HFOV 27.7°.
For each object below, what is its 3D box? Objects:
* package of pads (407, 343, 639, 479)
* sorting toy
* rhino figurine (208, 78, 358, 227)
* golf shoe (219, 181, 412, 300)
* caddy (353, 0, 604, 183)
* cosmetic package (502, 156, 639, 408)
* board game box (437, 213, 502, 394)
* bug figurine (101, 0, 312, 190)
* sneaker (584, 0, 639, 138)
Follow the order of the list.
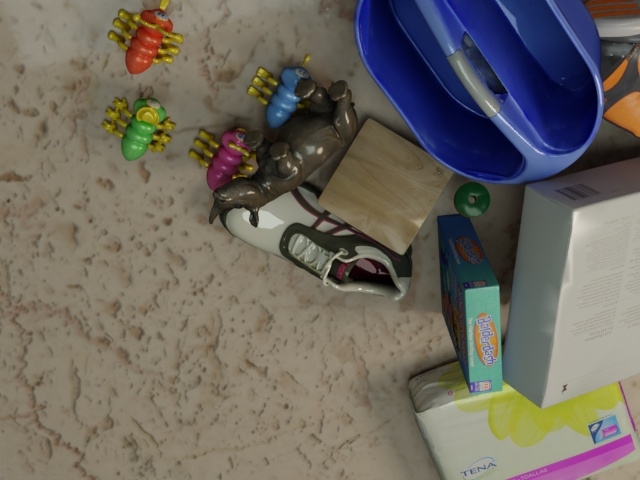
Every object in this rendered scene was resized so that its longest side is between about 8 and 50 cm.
[{"bbox_3d":[0.296,0.257,1.891,0.296,0.101,0.229,-21,117,5],"label":"package of pads"},{"bbox_3d":[0.077,-0.074,1.703,0.274,0.046,0.132,31,89,1],"label":"sorting toy"},{"bbox_3d":[-0.048,-0.101,1.634,0.243,0.073,0.106,-43,151,0],"label":"rhino figurine"},{"bbox_3d":[0.000,0.000,1.723,0.272,0.120,0.105,16,116,-12],"label":"golf shoe"},{"bbox_3d":[0.193,-0.224,1.554,0.241,0.179,0.341,-26,114,30],"label":"caddy"},{"bbox_3d":[0.419,0.035,1.705,0.377,0.097,0.284,-14,119,-31],"label":"cosmetic package"},{"bbox_3d":[0.198,0.081,1.731,0.047,0.210,0.160,-7,118,-2],"label":"board game box"},{"bbox_3d":[-0.148,-0.175,1.645,0.279,0.072,0.216,20,114,-15],"label":"bug figurine"},{"bbox_3d":[0.485,-0.227,1.666,0.321,0.125,0.180,-2,122,8],"label":"sneaker"}]
